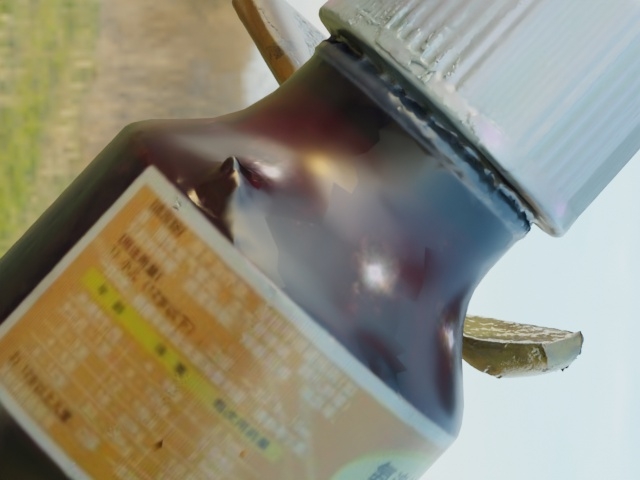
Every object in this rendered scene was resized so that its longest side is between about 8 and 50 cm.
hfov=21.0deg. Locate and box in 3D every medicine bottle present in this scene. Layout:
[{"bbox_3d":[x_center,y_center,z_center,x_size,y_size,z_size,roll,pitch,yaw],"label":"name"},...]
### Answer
[{"bbox_3d":[0.000,0.000,0.875,0.395,0.242,0.242,-49,-171,5],"label":"medicine bottle"}]

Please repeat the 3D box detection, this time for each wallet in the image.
[{"bbox_3d":[0.012,-0.126,1.469,0.195,0.042,0.161,36,17,-49],"label":"wallet"}]

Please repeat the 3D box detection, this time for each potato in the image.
[{"bbox_3d":[0.111,0.070,1.055,0.036,0.093,0.037,-32,126,-53],"label":"potato"}]
